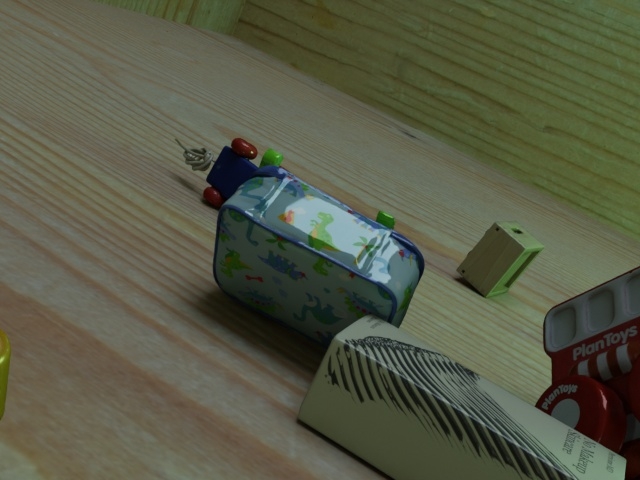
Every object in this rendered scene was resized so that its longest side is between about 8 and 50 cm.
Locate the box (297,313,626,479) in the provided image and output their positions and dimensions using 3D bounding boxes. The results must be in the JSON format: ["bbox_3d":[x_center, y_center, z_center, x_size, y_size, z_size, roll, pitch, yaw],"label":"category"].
[{"bbox_3d":[0.126,0.179,0.770,0.275,0.094,0.113,28,17,15],"label":"box"}]

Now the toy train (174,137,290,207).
[{"bbox_3d":[-0.105,-0.089,1.305,0.248,0.105,0.143,38,10,40],"label":"toy train"}]

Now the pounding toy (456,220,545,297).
[{"bbox_3d":[0.304,0.028,1.491,0.100,0.130,0.141,45,23,22],"label":"pounding toy"}]

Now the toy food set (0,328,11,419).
[{"bbox_3d":[-0.307,0.088,0.486,0.232,0.105,0.111,-10,47,-33],"label":"toy food set"}]

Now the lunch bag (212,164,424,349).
[{"bbox_3d":[-0.009,0.032,0.916,0.218,0.176,0.090,27,52,12],"label":"lunch bag"}]

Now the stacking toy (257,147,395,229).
[{"bbox_3d":[0.000,0.000,0.999,0.167,0.221,0.052,28,54,14],"label":"stacking toy"}]

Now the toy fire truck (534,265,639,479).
[{"bbox_3d":[0.352,0.122,0.873,0.169,0.302,0.254,27,49,-23],"label":"toy fire truck"}]
